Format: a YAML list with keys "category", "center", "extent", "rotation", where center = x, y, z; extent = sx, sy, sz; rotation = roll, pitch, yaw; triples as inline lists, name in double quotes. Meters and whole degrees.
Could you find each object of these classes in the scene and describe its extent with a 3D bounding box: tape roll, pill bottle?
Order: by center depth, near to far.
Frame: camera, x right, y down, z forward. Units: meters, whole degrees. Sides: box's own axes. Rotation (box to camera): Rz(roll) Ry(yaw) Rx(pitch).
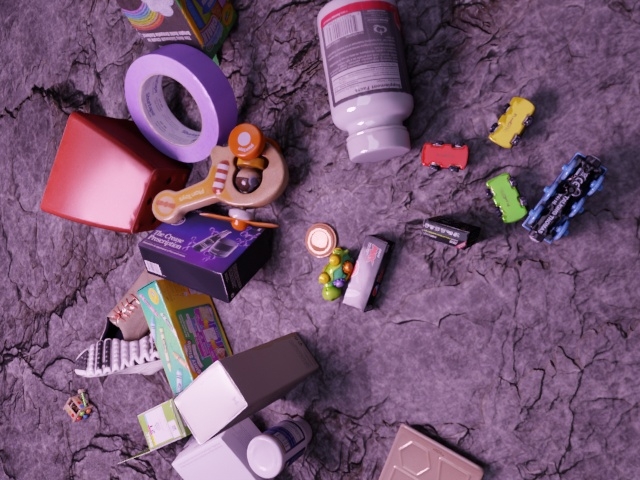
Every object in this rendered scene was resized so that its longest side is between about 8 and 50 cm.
- category: "pill bottle"
  center: [0.100, -0.334, 1.101]
  extent: [0.176, 0.176, 0.318]
  rotation: [-10, 87, 26]
- category: "pill bottle"
  center: [-0.087, 0.475, 1.217]
  extent: [0.094, 0.169, 0.094]
  rotation: [0, 91, 27]
- category: "tape roll"
  center: [-0.345, -0.336, 1.295]
  extent: [0.275, 0.090, 0.275]
  rotation: [17, 132, 20]

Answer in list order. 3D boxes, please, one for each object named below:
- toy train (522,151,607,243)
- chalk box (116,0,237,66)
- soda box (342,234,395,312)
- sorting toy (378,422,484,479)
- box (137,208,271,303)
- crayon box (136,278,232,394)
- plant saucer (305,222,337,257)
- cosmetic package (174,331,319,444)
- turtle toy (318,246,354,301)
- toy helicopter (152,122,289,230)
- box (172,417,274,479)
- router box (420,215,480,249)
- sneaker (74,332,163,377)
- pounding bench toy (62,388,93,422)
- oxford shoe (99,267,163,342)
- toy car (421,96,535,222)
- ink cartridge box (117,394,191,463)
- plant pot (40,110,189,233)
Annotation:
- category: "toy train"
  center: [0.452, -0.077, 0.974]
  extent: [0.080, 0.105, 0.184]
  rotation: [35, 106, 12]
- category: "chalk box"
  center: [-0.338, -0.557, 1.284]
  extent: [0.180, 0.289, 0.179]
  rotation: [9, 62, 24]
- category: "soda box"
  center: [0.108, 0.073, 1.176]
  extent: [0.060, 0.053, 0.169]
  rotation: [22, 100, 24]
- category: "sorting toy"
  center: [0.233, 0.526, 1.139]
  extent: [0.193, 0.038, 0.208]
  rotation: [24, 106, 24]
- category: "box"
  center: [-0.282, 0.025, 1.285]
  extent: [0.261, 0.184, 0.103]
  rotation: [16, 132, 25]
- category: "crayon box"
  center: [-0.338, 0.231, 1.335]
  extent: [0.081, 0.165, 0.278]
  rotation: [-29, 79, 27]
- category: "plant saucer"
  center: [0.000, 0.000, 1.249]
  extent: [0.083, 0.013, 0.083]
  rotation: [0, 91, 26]
- category: "cosmetic package"
  center: [-0.152, 0.317, 1.167]
  extent: [0.160, 0.309, 0.113]
  rotation: [-43, 73, 20]
- category: "turtle toy"
  center: [0.036, 0.078, 1.199]
  extent: [0.066, 0.095, 0.130]
  rotation: [29, 105, 1]
- category: "toy helicopter"
  center: [-0.240, -0.110, 1.254]
  extent: [0.355, 0.140, 0.235]
  rotation: [-19, 79, 13]
- category: "box"
  center: [-0.227, 0.546, 1.288]
  extent: [0.181, 0.119, 0.182]
  rotation: [-34, 98, 22]
- category: "router box"
  center: [0.265, -0.018, 1.058]
  extent: [0.092, 0.122, 0.038]
  rotation: [20, 104, 25]
- category: "sneaker"
  center: [-0.501, 0.320, 1.394]
  extent: [0.292, 0.118, 0.110]
  rotation: [-11, 44, -4]
- category: "pounding bench toy"
  center: [-0.734, 0.505, 1.600]
  extent: [0.065, 0.052, 0.083]
  rotation: [40, 108, 20]
- category: "oxford shoe"
  center: [-0.502, 0.193, 1.435]
  extent: [0.123, 0.130, 0.348]
  rotation: [33, 105, 22]
- category: "toy car"
  center: [0.348, -0.140, 1.053]
  extent: [0.239, 0.053, 0.225]
  rotation: [-26, 80, 25]
- category: "ink cartridge box"
  center: [-0.393, 0.470, 1.356]
  extent: [0.255, 0.189, 0.097]
  rotation: [-29, 79, 24]
- category: "plant pot"
  center: [-0.510, -0.156, 1.373]
  extent: [0.236, 0.267, 0.267]
  rotation: [27, 103, 11]
